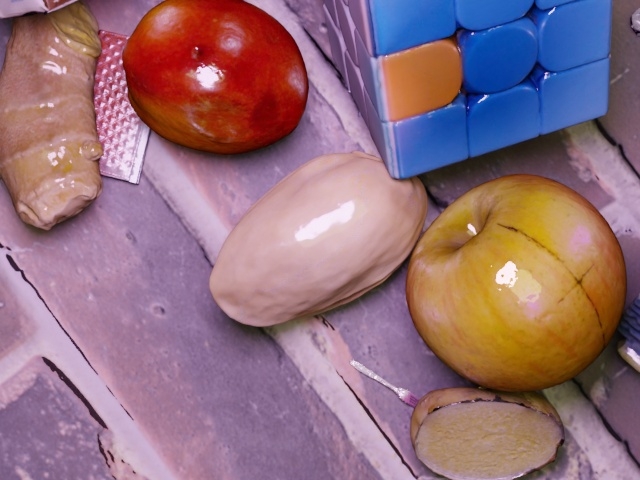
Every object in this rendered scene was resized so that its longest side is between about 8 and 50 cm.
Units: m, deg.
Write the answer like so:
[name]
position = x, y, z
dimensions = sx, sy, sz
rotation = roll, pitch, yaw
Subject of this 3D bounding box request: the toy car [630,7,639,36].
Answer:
[toy car]
position = 0.483, -0.301, 1.628
dimensions = 0.093, 0.025, 0.041
rotation = 19, 82, -3

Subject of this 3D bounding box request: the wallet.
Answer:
[wallet]
position = -0.273, -0.181, 1.552
dimensions = 0.103, 0.020, 0.196
rotation = 12, 84, -2

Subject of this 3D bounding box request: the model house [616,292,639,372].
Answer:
[model house]
position = 0.557, 0.107, 1.514
dimensions = 0.321, 0.261, 0.266
rotation = 41, 108, 17

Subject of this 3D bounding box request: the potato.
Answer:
[potato]
position = 0.215, 0.237, 1.509
dimensions = 0.200, 0.081, 0.164
rotation = 5, 127, -9

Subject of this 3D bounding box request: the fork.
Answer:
[fork]
position = 0.088, 0.192, 1.548
dimensions = 0.115, 0.012, 0.016
rotation = 33, 75, 0

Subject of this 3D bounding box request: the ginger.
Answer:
[ginger]
position = -0.353, -0.185, 1.491
dimensions = 0.190, 0.126, 0.354
rotation = -3, 75, 29

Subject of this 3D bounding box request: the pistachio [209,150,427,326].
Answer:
[pistachio]
position = 0.000, 0.000, 1.477
dimensions = 0.299, 0.187, 0.187
rotation = -36, 88, 0

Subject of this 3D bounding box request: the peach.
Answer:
[peach]
position = -0.129, -0.209, 1.460
dimensions = 0.243, 0.243, 0.199
rotation = 15, 98, -3

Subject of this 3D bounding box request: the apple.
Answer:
[apple]
position = 0.249, 0.056, 1.447
dimensions = 0.286, 0.286, 0.233
rotation = -44, 110, -8

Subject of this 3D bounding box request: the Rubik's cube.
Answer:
[Rubik's cube]
position = 0.165, -0.298, 1.409
dimensions = 0.292, 0.290, 0.291
rotation = -17, 46, -4

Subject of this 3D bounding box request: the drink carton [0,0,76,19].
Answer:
[drink carton]
position = -0.278, -0.418, 1.422
dimensions = 0.324, 0.132, 0.194
rotation = -36, 119, -36
